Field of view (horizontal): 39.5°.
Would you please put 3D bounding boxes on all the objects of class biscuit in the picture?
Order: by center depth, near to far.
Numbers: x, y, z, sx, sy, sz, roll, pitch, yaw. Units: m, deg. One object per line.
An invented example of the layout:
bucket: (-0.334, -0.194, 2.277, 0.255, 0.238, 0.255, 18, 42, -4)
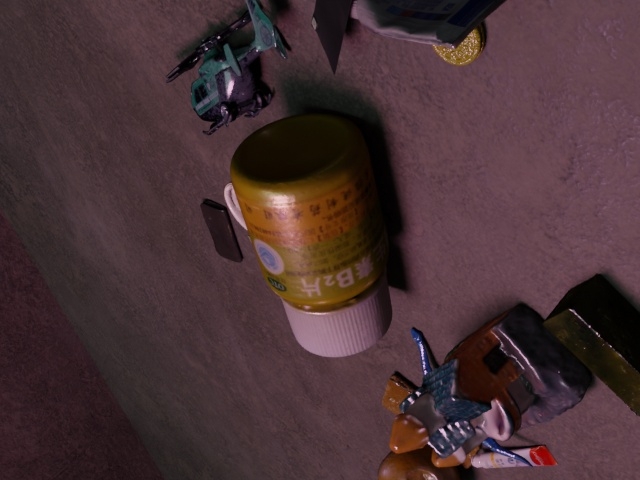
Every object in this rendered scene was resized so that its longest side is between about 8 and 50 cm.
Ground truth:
biscuit: (0.175, -0.268, 1.154, 0.084, 0.023, 0.084, 32, 145, 26)
biscuit: (0.227, 0.370, 1.830, 0.231, 0.025, 0.131, 36, 149, 19)

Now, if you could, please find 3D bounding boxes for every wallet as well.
wallet: (-0.219, -0.020, 1.965, 0.082, 0.018, 0.157, 21, 141, 37)

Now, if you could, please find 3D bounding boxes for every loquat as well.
loquat: (0.206, 0.516, 1.878, 0.179, 0.179, 0.227, 43, 168, 9)

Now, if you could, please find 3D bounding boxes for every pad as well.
pad: (0.018, -0.337, 1.241, 0.193, 0.004, 0.116, 107, 148, -56)

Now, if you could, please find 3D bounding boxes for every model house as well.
model house: (0.243, 0.281, 1.450, 0.190, 0.301, 0.271, 52, 151, 7)

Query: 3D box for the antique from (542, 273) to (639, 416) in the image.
antique: (0.432, 0.160, 1.266, 0.221, 0.080, 0.081, 45, 151, 3)

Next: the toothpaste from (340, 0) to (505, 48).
toothpaste: (0.117, -0.294, 1.123, 0.068, 0.099, 0.282, 18, -173, -36)

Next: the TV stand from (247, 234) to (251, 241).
TV stand: (-0.056, 0.055, 1.819, 0.249, 0.042, 0.036, 35, 168, 26)

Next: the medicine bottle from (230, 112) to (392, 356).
medicine bottle: (0.000, 0.000, 1.495, 0.224, 0.224, 0.384, 22, 141, 38)

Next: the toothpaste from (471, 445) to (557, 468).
toothpaste: (0.363, 0.415, 1.696, 0.190, 0.031, 0.048, -22, 107, 50)

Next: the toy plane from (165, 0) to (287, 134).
toy plane: (-0.152, -0.285, 1.496, 0.155, 0.106, 0.381, 64, 154, -4)

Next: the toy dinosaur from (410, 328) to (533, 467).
toy dinosaur: (0.257, 0.320, 1.688, 0.329, 0.076, 0.144, 51, 145, 16)

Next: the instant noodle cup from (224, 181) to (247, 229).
instant noodle cup: (-0.092, -0.087, 1.617, 0.151, 0.122, 0.151, 31, 144, 27)
